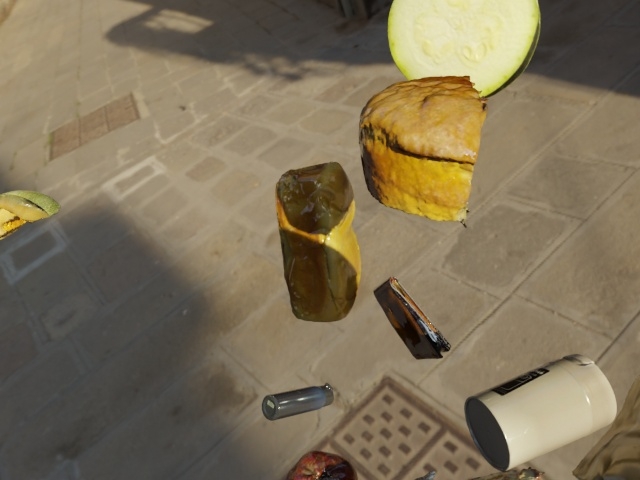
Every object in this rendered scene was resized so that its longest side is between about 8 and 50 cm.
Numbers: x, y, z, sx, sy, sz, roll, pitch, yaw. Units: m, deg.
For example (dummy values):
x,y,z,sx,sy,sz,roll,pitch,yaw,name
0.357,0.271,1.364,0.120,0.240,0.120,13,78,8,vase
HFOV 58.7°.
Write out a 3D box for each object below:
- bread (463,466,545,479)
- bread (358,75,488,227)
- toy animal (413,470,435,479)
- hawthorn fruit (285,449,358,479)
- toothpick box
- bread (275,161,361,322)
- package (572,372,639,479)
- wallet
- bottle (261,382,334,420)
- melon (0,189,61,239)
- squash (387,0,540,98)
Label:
x,y,z,sx,sy,sz,roll,pitch,yaw,name
0.392,0.594,1.252,0.244,0.123,0.190,-18,-6,6,bread
0.107,-0.112,0.630,0.134,0.129,0.260,7,24,12,bread
0.175,0.572,1.204,0.220,0.062,0.108,-46,43,22,toy animal
-0.003,0.837,1.850,0.254,0.300,0.254,5,45,-5,hawthorn fruit
0.311,0.241,0.809,0.181,0.111,0.111,-17,33,-15,toothpick box
0.000,0.000,1.096,0.132,0.294,0.167,2,17,19,bread
0.197,0.109,0.217,0.165,0.311,0.221,-13,75,7,package
0.193,0.168,1.232,0.042,0.195,0.161,-33,-7,-15,wallet
-0.059,0.469,1.655,0.244,0.082,0.072,3,24,-47,bottle
-0.592,-0.063,1.124,0.160,0.079,0.128,-22,14,16,melon
0.241,-0.359,0.954,0.252,0.252,0.049,-2,22,28,squash
